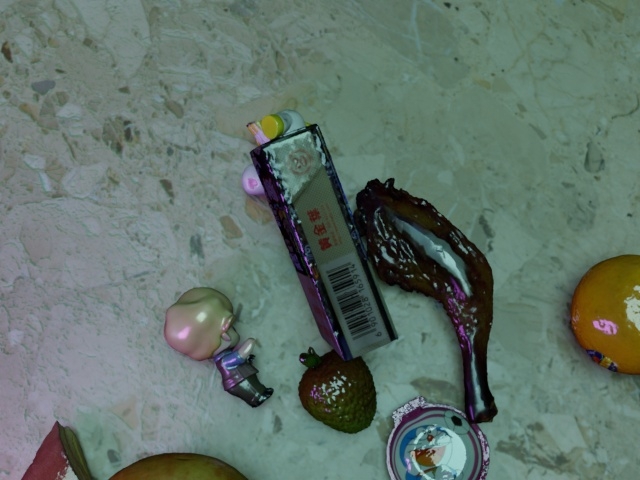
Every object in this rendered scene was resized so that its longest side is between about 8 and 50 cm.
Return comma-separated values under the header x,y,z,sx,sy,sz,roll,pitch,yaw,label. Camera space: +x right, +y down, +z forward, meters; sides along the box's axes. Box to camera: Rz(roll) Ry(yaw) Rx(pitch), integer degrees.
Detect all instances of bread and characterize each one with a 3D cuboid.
x,y,z,sx,sy,sz,roll,pitch,yaw,label
-0.377,0.366,1.227,0.119,0.067,0.192,26,78,5,bread

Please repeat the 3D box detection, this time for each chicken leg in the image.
x,y,z,sx,sy,sz,roll,pitch,yaw,label
0.185,0.075,1.297,0.158,0.096,0.407,-27,80,-4,chicken leg

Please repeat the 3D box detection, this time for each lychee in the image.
x,y,z,sx,sy,sz,roll,pitch,yaw,label
0.023,0.213,1.249,0.114,0.114,0.146,-39,95,-9,lychee

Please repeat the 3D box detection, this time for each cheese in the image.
x,y,z,sx,sy,sz,roll,pitch,yaw,label
0.186,0.341,1.249,0.155,0.062,0.244,-28,79,-9,cheese

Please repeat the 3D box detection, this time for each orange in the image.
x,y,z,sx,sy,sz,roll,pitch,yaw,label
0.456,0.108,1.267,0.178,0.155,0.177,-3,69,9,orange

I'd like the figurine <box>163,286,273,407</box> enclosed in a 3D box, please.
x,y,z,sx,sy,sz,roll,pitch,yaw,label
-0.141,0.156,1.265,0.196,0.114,0.108,45,79,1,figurine

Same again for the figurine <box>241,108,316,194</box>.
x,y,z,sx,sy,sz,roll,pitch,yaw,label
-0.055,-0.115,1.342,0.130,0.109,0.178,7,79,-22,figurine

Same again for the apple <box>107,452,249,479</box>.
x,y,z,sx,sy,sz,roll,pitch,yaw,label
-0.189,0.418,1.135,0.286,0.233,0.285,0,75,-2,apple

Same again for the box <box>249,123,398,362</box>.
x,y,z,sx,sy,sz,roll,pitch,yaw,label
0.000,0.000,1.212,0.084,0.198,0.310,-22,97,-7,box
